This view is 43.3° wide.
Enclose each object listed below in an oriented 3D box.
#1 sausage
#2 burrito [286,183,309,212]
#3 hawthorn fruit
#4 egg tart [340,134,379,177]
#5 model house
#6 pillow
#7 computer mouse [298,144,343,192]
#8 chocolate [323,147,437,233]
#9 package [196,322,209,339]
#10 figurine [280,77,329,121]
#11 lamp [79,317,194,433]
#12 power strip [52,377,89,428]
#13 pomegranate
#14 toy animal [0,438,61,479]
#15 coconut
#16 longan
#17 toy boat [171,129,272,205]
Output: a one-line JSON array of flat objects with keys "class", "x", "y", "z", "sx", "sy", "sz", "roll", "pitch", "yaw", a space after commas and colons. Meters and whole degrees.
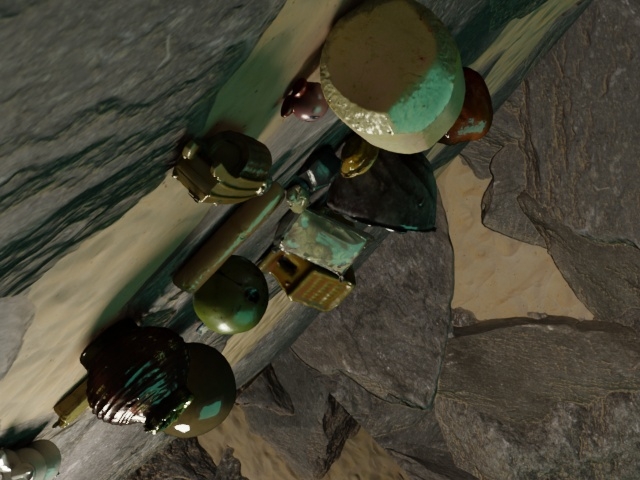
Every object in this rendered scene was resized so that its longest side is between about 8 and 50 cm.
[{"class": "sausage", "x": -0.187, "y": -0.008, "z": 1.677, "sx": 0.301, "sy": 0.066, "sz": 0.066, "roll": -47, "pitch": 171, "yaw": 7}, {"class": "burrito", "x": -0.053, "y": -0.096, "z": 1.918, "sx": 0.058, "sy": 0.045, "sz": 0.188, "roll": -29, "pitch": 174, "yaw": 0}, {"class": "hawthorn fruit", "x": 0.327, "y": -0.365, "z": 2.020, "sx": 0.207, "sy": 0.243, "sz": 0.207, "roll": -9, "pitch": -161, "yaw": 3}, {"class": "egg tart", "x": 0.082, "y": -0.208, "z": 1.910, "sx": 0.129, "sy": 0.049, "sz": 0.129, "roll": -30, "pitch": -138, "yaw": 32}, {"class": "model house", "x": 0.000, "y": 0.057, "z": 2.220, "sx": 0.268, "sy": 0.239, "sz": 0.173, "roll": -47, "pitch": 171, "yaw": 23}, {"class": "pillow", "x": 0.000, "y": 0.000, "z": 2.100, "sx": 0.169, "sy": 0.255, "sz": 0.059, "roll": -59, "pitch": -151, "yaw": 10}, {"class": "computer mouse", "x": 0.008, "y": -0.157, "z": 1.858, "sx": 0.106, "sy": 0.062, "sz": 0.192, "roll": -46, "pitch": 169, "yaw": -4}, {"class": "chocolate", "x": 0.176, "y": -0.154, "z": 2.057, "sx": 0.303, "sy": 0.303, "sz": 0.213, "roll": -22, "pitch": 125, "yaw": -67}, {"class": "package", "x": -0.290, "y": 0.210, "z": 2.299, "sx": 0.171, "sy": 0.027, "sz": 0.173, "roll": -42, "pitch": 174, "yaw": -15}, {"class": "figurine", "x": -0.019, "y": -0.237, "z": 1.368, "sx": 0.083, "sy": 0.071, "sz": 0.067, "roll": -43, "pitch": -144, "yaw": 45}, {"class": "lamp", "x": -0.370, "y": 0.283, "z": 1.669, "sx": 0.247, "sy": 0.247, "sz": 0.247, "roll": -43, "pitch": 171, "yaw": -9}, {"class": "power strip", "x": -0.491, "y": 0.308, "z": 1.820, "sx": 0.305, "sy": 0.044, "sz": 0.064, "roll": -45, "pitch": 171, "yaw": -9}, {"class": "pomegranate", "x": -0.221, "y": 0.136, "z": 1.850, "sx": 0.210, "sy": 0.179, "sz": 0.179, "roll": -36, "pitch": 177, "yaw": 34}, {"class": "toy animal", "x": -0.658, "y": 0.503, "z": 1.757, "sx": 0.131, "sy": 0.104, "sz": 0.221, "roll": -43, "pitch": 170, "yaw": -3}, {"class": "coconut", "x": 0.124, "y": -0.271, "z": 1.347, "sx": 0.239, "sy": 0.239, "sz": 0.244, "roll": -46, "pitch": 166, "yaw": 8}, {"class": "longan", "x": -0.345, "y": 0.378, "z": 2.079, "sx": 0.258, "sy": 0.258, "sz": 0.258, "roll": -43, "pitch": 171, "yaw": -9}, {"class": "toy boat", "x": -0.140, "y": -0.119, "z": 1.298, "sx": 0.115, "sy": 0.089, "sz": 0.310, "roll": -49, "pitch": 170, "yaw": 10}]
